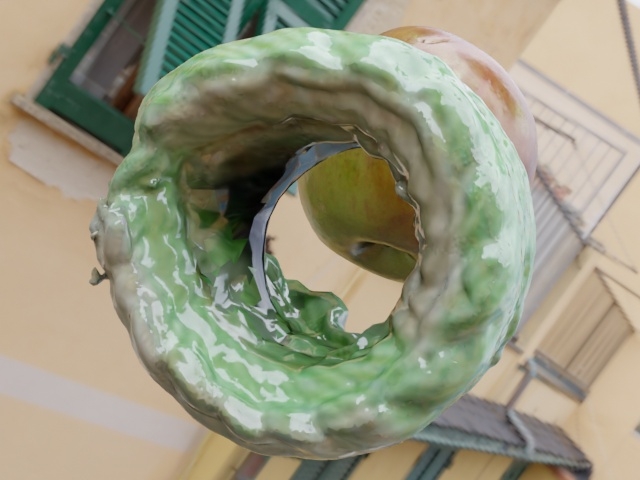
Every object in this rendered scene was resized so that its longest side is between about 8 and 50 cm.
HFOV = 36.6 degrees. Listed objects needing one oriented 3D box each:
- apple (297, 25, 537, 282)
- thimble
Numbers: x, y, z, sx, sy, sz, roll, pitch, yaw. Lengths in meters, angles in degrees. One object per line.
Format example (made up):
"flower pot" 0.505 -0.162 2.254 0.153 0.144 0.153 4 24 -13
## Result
"apple" 0.073 -0.062 0.774 0.196 0.196 0.196 36 2 -2
"thimble" 0.000 0.000 0.504 0.219 0.219 0.150 36 10 13
